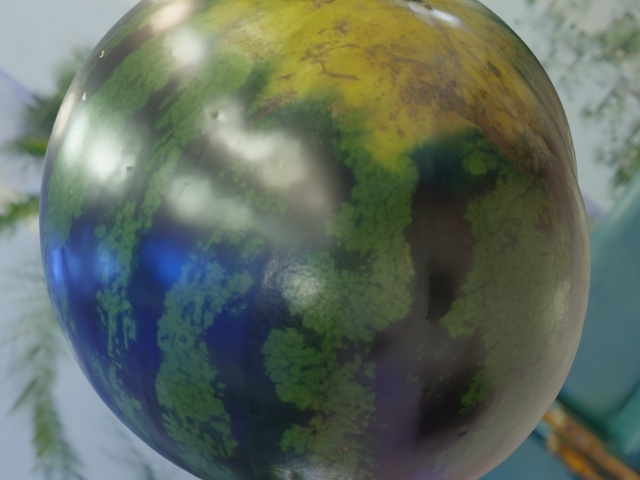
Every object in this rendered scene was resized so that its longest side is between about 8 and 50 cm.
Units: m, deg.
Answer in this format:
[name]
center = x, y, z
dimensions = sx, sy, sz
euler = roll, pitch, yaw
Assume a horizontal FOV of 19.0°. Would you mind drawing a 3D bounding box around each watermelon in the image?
[watermelon]
center = 0.000, -0.004, 0.866
dimensions = 0.269, 0.269, 0.269
euler = -53, -1, -1
